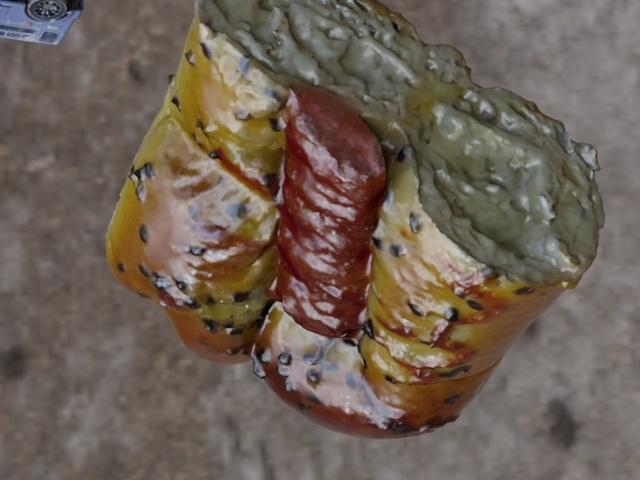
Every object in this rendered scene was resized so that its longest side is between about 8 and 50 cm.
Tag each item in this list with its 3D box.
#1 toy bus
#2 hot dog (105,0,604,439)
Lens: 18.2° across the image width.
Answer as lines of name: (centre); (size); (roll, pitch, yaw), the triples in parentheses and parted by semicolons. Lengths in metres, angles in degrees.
toy bus: (-0.264, -0.194, 1.486); (0.076, 0.167, 0.073); (131, 139, -51)
hot dog: (0.000, 0.000, 1.640); (0.367, 0.196, 0.365); (34, 142, 1)
